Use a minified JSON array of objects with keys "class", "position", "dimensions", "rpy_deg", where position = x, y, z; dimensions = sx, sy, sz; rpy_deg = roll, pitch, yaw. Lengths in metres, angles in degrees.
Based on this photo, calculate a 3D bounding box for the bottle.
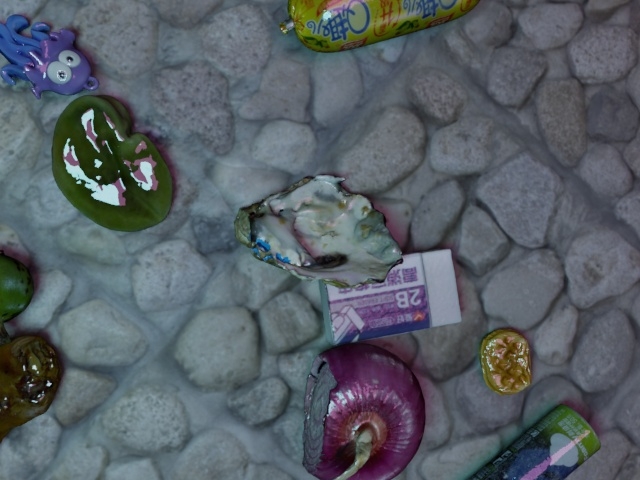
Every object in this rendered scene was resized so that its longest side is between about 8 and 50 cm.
[{"class":"bottle","position":[0.301,0.403,1.077],"dimensions":[0.330,0.093,0.093],"rpy_deg":[-36,98,-8]}]

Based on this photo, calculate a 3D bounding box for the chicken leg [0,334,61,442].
[{"class":"chicken leg","position":[-0.456,0.246,0.935],"dimensions":[0.107,0.087,0.251],"rpy_deg":[34,92,11]}]

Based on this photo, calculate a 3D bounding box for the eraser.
[{"class":"eraser","position":[0.107,0.086,1.042],"dimensions":[0.210,0.068,0.124],"rpy_deg":[-9,90,-11]}]

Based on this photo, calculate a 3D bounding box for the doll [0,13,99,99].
[{"class":"doll","position":[-0.408,-0.262,0.935],"dimensions":[0.206,0.067,0.110],"rpy_deg":[24,78,0]}]

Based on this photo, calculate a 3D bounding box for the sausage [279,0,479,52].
[{"class":"sausage","position":[0.101,-0.369,1.000],"dimensions":[0.347,0.123,0.123],"rpy_deg":[-19,95,-11]}]

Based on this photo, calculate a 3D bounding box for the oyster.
[{"class":"oyster","position":[0.000,0.000,0.987],"dimensions":[0.214,0.083,0.223],"rpy_deg":[-20,54,-17]}]

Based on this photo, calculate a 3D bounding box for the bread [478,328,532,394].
[{"class":"bread","position":[0.306,0.202,1.098],"dimensions":[0.083,0.044,0.110],"rpy_deg":[-9,92,-7]}]

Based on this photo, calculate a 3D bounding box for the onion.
[{"class":"onion","position":[0.069,0.262,0.992],"dimensions":[0.201,0.200,0.207],"rpy_deg":[0,71,-11]}]

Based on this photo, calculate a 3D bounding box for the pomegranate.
[{"class":"pomegranate","position":[-0.452,0.085,0.899],"dimensions":[0.122,0.122,0.161],"rpy_deg":[-14,71,-11]}]

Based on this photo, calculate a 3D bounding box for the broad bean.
[{"class":"broad bean","position":[-0.304,-0.107,0.954],"dimensions":[0.153,0.072,0.206],"rpy_deg":[-22,97,3]}]
